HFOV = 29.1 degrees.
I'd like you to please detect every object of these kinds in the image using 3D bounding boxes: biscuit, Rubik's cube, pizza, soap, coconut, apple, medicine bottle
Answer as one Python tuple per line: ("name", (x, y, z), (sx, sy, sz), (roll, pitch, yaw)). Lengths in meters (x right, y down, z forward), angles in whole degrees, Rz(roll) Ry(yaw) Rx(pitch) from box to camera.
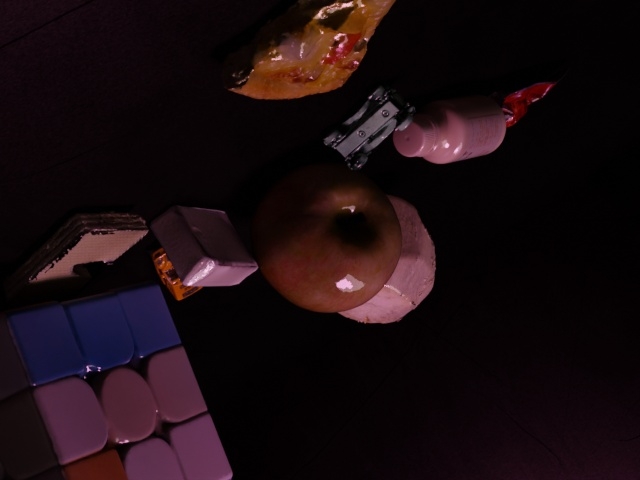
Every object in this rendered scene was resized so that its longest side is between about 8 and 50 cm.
("biscuit", (-0.373, 0.038, 1.792), (0.250, 0.046, 0.147), (-39, 164, 27))
("Rubik's cube", (-0.403, 0.291, 1.858), (0.346, 0.347, 0.344), (-25, 174, 32))
("pizza", (0.020, -0.269, 1.530), (0.280, 0.075, 0.287), (-20, 162, -45))
("soap", (-0.182, 0.010, 1.964), (0.064, 0.121, 0.183), (-37, 165, 16))
("coconut", (0.106, 0.024, 2.429), (0.245, 0.247, 0.245), (4, 147, 2))
("apple", (0.000, 0.000, 2.064), (0.257, 0.257, 0.234), (-22, 175, -38))
("medicine bottle", (0.223, -0.193, 2.172), (0.114, 0.114, 0.252), (-42, 164, 35))

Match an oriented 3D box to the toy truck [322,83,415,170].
("toy truck", (0.079, -0.188, 1.984), (0.154, 0.080, 0.078), (-42, -169, 34))

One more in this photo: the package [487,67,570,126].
("package", (0.365, -0.256, 2.381), (0.194, 0.071, 0.269), (-24, 178, 36))

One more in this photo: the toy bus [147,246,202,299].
("toy bus", (-0.238, 0.047, 2.069), (0.069, 0.074, 0.162), (-29, 167, -9))
